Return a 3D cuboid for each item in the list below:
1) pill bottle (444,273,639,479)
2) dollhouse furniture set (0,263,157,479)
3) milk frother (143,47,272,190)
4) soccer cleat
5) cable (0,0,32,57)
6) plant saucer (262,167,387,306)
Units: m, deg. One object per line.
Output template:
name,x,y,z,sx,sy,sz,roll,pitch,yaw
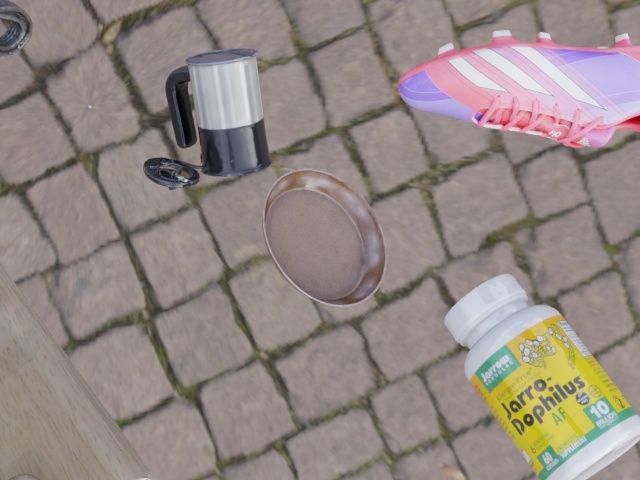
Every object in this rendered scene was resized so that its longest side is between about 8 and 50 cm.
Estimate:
pill bottle,0.219,0.140,1.315,0.118,0.117,0.208,-33,70,-5
dollhouse furniture set,-0.151,0.025,0.300,0.144,0.123,0.151,-36,137,-11
milk frother,-0.134,-0.137,1.478,0.129,0.143,0.134,-2,108,18
soccer cleat,0.185,-0.114,1.051,0.248,0.083,0.095,-5,79,-20
cable,-0.385,-0.250,1.390,0.072,0.287,0.139,29,76,22
plant saucer,0.000,0.000,1.472,0.168,0.029,0.168,17,57,-29
